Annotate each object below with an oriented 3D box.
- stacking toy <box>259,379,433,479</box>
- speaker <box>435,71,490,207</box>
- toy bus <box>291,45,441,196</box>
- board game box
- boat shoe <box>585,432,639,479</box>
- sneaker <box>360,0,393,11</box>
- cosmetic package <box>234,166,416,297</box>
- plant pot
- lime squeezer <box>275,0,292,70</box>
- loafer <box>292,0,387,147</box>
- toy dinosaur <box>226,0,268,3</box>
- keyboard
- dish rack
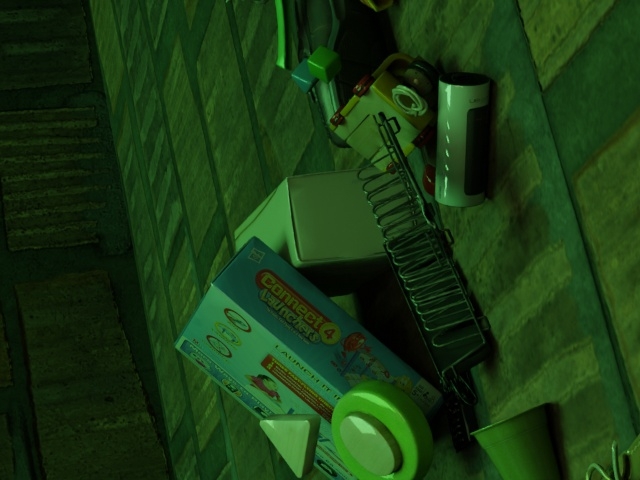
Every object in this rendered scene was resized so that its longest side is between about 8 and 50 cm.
[{"bbox_3d":[0.026,0.322,1.760,0.309,0.130,0.279,-20,94,44],"label":"stacking toy"},{"bbox_3d":[0.149,-0.107,1.618,0.055,0.055,0.136,-131,38,-63],"label":"speaker"},{"bbox_3d":[0.090,-0.156,1.718,0.202,0.104,0.191,21,153,39],"label":"toy bus"},{"bbox_3d":[-0.024,0.165,1.951,0.308,0.086,0.302,40,157,1],"label":"board game box"},{"bbox_3d":[0.265,0.253,1.303,0.104,0.089,0.285,-114,24,-47],"label":"boat shoe"},{"bbox_3d":[0.076,-0.349,1.794,0.067,0.064,0.175,43,146,36],"label":"sneaker"},{"bbox_3d":[0.000,0.000,1.984,0.309,0.160,0.113,140,122,-69],"label":"cosmetic package"},{"bbox_3d":[0.203,0.214,1.541,0.079,0.083,0.083,67,161,8],"label":"plant pot"},{"bbox_3d":[-0.020,-0.369,1.846,0.110,0.059,0.310,40,109,52],"label":"lime squeezer"},{"bbox_3d":[0.016,-0.246,1.889,0.095,0.109,0.302,-21,66,40],"label":"loafer"},{"bbox_3d":[-0.074,-0.478,2.044,0.121,0.160,0.313,130,130,-68],"label":"toy dinosaur"},{"bbox_3d":[0.140,0.146,1.782,0.100,0.038,0.192,122,138,-65],"label":"keyboard"},{"bbox_3d":[0.102,0.003,1.643,0.271,0.074,0.208,63,-178,-48],"label":"dish rack"}]
